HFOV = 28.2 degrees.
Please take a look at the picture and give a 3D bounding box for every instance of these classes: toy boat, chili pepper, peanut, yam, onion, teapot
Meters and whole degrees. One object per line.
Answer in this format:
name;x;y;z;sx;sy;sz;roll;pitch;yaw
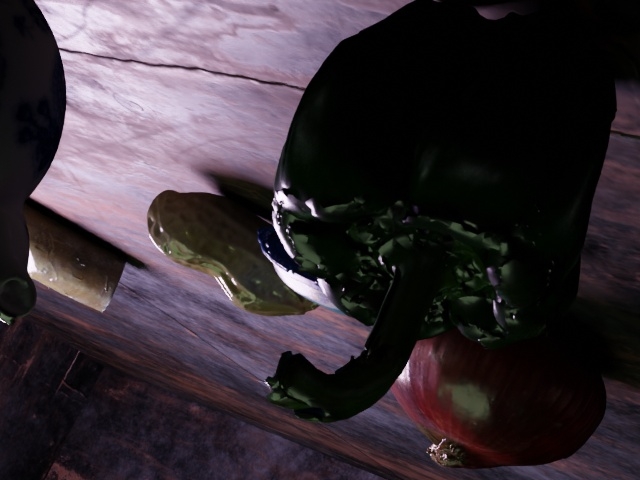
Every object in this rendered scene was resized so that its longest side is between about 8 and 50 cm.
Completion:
toy boat;0.000;0.000;1.226;0.175;0.091;0.110;18;131;41
chili pepper;0.057;-0.008;0.691;0.174;0.261;0.165;16;159;18
peanut;-0.087;0.015;1.358;0.214;0.099;0.090;30;176;-7
yam;-0.418;0.012;1.939;0.259;0.106;0.106;30;166;-20
onion;0.171;0.143;1.273;0.248;0.161;0.248;4;162;1
teapot;-0.321;-0.121;0.962;0.424;0.252;0.280;60;166;3
